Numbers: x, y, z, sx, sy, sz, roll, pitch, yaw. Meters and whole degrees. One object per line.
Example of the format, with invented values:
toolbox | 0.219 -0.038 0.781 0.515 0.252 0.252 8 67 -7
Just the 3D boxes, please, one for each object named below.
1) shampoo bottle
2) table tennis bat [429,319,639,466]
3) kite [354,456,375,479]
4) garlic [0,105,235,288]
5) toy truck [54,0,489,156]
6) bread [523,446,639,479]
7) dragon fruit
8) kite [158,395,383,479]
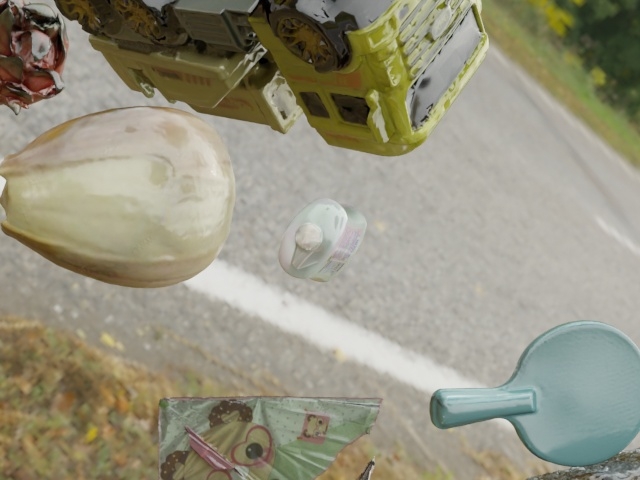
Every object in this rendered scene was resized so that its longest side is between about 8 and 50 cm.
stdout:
shampoo bottle | 0.000 0.000 1.064 0.043 0.072 0.099 35 5 13
table tennis bat | 0.221 0.157 1.282 0.038 0.237 0.149 -156 -118 -71
kite | 0.027 0.359 1.632 0.009 0.189 0.232 29 -12 -7
garlic | -0.115 -0.025 0.905 0.206 0.128 0.115 -1 58 -60
toy truck | -0.046 -0.200 1.177 0.405 0.181 0.254 14 -30 38
bread | 0.276 0.279 1.301 0.165 0.416 0.113 153 -77 -71
dragon fruit | -0.333 -0.206 1.401 0.130 0.142 0.121 27 53 -34
kite | -0.030 0.204 0.971 0.250 0.229 0.012 46 5 -9
